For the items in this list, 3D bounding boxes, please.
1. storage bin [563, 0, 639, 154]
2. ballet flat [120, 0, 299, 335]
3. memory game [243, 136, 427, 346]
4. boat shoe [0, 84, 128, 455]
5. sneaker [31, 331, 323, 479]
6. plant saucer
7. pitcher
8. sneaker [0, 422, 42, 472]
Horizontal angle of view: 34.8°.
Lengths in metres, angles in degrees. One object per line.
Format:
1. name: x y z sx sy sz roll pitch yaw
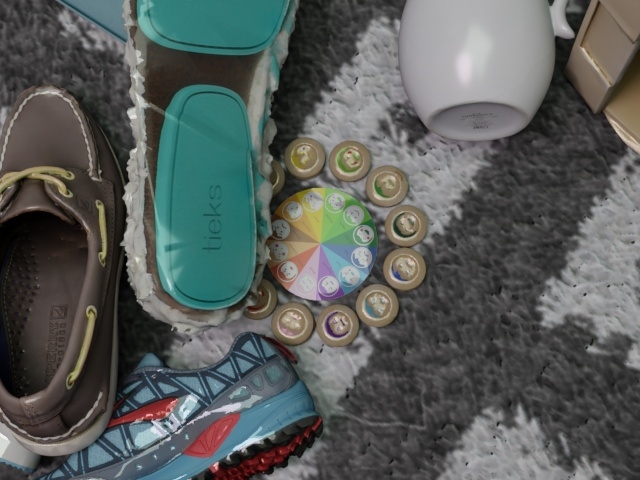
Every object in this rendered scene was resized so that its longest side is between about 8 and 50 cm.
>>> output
1. storage bin: 0.330 -0.195 0.747 0.260 0.262 0.123 -33 79 -1
2. ballet flat: -0.105 -0.127 0.840 0.147 0.147 0.409 6 82 6
3. memory game: 0.000 0.000 0.872 0.186 0.012 0.186 -1 81 5
4. boat shoe: -0.217 0.001 0.811 0.116 0.097 0.324 -5 62 -2
5. sneaker: -0.134 0.158 0.831 0.261 0.104 0.125 -22 62 -3
6. plant saucer: -0.207 -0.235 0.927 0.192 0.018 0.067 33 85 10
7. pitcher: 0.152 -0.194 0.829 0.177 0.125 0.207 -4 72 20
8. sneaker: -0.304 0.094 0.855 0.228 0.087 0.092 36 78 3
